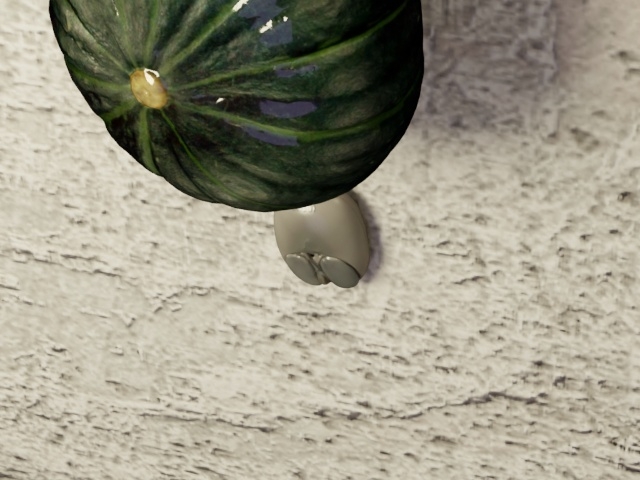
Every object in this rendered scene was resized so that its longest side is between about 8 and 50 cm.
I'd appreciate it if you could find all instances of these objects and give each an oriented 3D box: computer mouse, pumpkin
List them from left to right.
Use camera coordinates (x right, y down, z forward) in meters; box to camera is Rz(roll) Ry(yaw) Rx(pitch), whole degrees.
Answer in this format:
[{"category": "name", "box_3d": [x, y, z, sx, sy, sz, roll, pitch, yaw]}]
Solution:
[{"category": "pumpkin", "box_3d": [-0.037, -0.142, 1.109, 0.250, 0.216, 0.250, 44, 160, 21]}, {"category": "computer mouse", "box_3d": [-0.001, 0.001, 1.336, 0.066, 0.039, 0.096, 6, 133, 19]}]
